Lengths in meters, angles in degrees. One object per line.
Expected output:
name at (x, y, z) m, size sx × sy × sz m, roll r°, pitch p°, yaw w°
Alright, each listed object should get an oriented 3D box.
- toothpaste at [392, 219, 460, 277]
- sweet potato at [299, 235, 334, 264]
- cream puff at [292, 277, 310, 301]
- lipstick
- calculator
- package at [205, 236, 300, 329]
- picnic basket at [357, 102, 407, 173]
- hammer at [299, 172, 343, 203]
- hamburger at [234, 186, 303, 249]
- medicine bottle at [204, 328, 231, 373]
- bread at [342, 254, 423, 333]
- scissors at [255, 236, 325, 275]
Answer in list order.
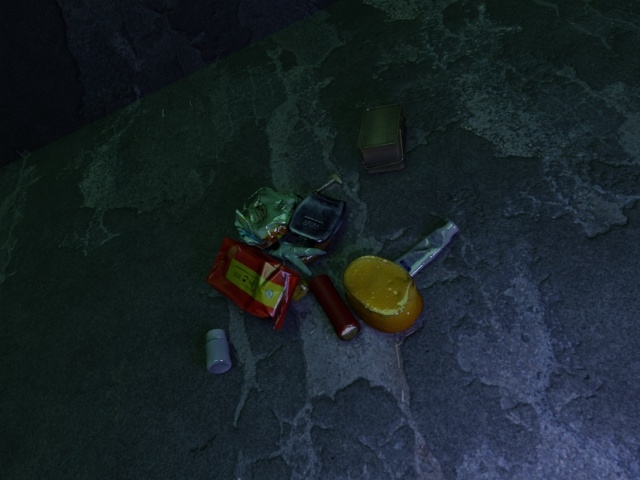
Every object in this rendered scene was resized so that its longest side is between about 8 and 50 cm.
toothpaste at (0.334, 0.038, 1.496) m, size 0.266 × 0.061 × 0.096 m, roll -40°, pitch 49°, yaw 0°
sweet potato at (0.008, -0.003, 1.668) m, size 0.078 × 0.058 × 0.255 m, roll -3°, pitch 45°, yaw 49°
cream puff at (-0.077, 0.164, 1.570) m, size 0.083 × 0.058 × 0.083 m, roll -7°, pitch 52°, yaw 22°
lipstick at (0.042, 0.209, 1.467) m, size 0.080 × 0.080 × 0.241 m, roll -33°, pitch 47°, yaw -3°
calculator at (-0.012, -0.084, 1.666) m, size 0.177 × 0.040 × 0.268 m, roll 20°, pitch 49°, yaw 12°
package at (-0.228, 0.138, 1.578) m, size 0.423 × 0.123 × 0.196 m, roll 24°, pitch 92°, yaw 41°
picnic basket at (0.253, -0.406, 1.822) m, size 0.165 × 0.139 × 0.267 m, roll -4°, pitch 52°, yaw 22°
hammer at (0.001, -0.196, 1.852) m, size 0.195 × 0.028 × 0.060 m, roll -35°, pitch 54°, yaw -1°
hamburger at (-0.207, -0.110, 1.750) m, size 0.260 × 0.150 × 0.276 m, roll -20°, pitch 36°, yaw 14°
medicine bottle at (-0.340, 0.364, 1.516) m, size 0.080 × 0.080 × 0.130 m, roll -24°, pitch 47°, yaw 5°
bread at (0.184, 0.161, 1.397) m, size 0.195 × 0.143 × 0.269 m, roll -43°, pitch 51°, yaw -15°
scissors at (-0.130, 0.042, 1.668) m, size 0.383 × 0.029 × 0.256 m, roll 20°, pitch 64°, yaw 48°
